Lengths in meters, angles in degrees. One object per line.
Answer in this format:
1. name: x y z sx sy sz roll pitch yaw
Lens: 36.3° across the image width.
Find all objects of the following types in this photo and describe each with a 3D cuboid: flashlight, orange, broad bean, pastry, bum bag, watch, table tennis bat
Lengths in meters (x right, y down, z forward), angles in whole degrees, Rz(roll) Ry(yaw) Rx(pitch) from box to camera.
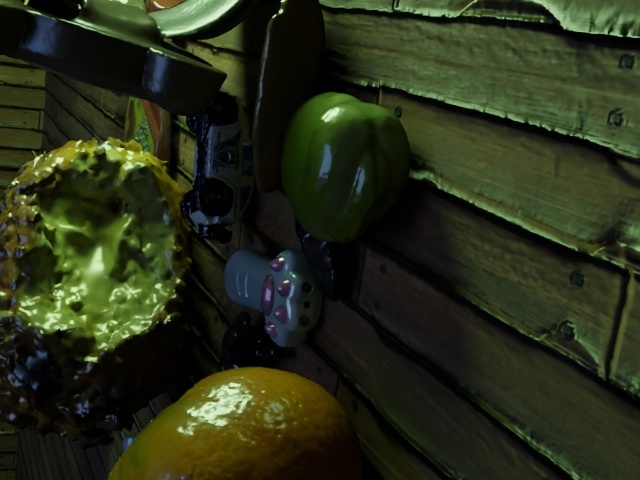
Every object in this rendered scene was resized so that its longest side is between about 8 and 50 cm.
1. flashlight: -0.055 0.046 0.978 0.200 0.048 0.093 -162 77 -66
2. orange: -0.075 0.205 0.780 0.171 0.240 0.240 38 136 11
3. broad bean: 0.017 -0.059 0.793 0.174 0.082 0.124 -161 78 -77
4. pastry: -0.327 0.073 1.308 0.337 0.293 0.405 132 141 -57
5. bum bag: -0.001 0.000 0.873 0.124 0.034 0.057 -117 23 -51
6. watch: -0.221 -0.335 1.040 0.314 0.335 0.326 44 118 61
7. table tennis bat: -0.261 -0.176 1.503 0.268 0.051 0.414 -116 34 -49

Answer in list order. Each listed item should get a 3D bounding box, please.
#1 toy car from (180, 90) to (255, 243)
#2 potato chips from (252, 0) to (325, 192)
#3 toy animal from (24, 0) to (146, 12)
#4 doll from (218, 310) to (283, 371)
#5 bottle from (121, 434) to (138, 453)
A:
1. toy car: -0.114 -0.082 1.104 0.080 0.070 0.170 166 108 -66
2. potato chips: -0.025 -0.139 0.902 0.150 0.049 0.201 -67 -14 -76
3. toy animal: -0.389 -0.374 1.608 0.121 0.233 0.168 -112 25 -55
4. doll: -0.080 0.144 1.019 0.165 0.057 0.139 173 97 -76
5. bottle: -0.250 0.387 1.383 0.060 0.060 0.217 135 134 -58
